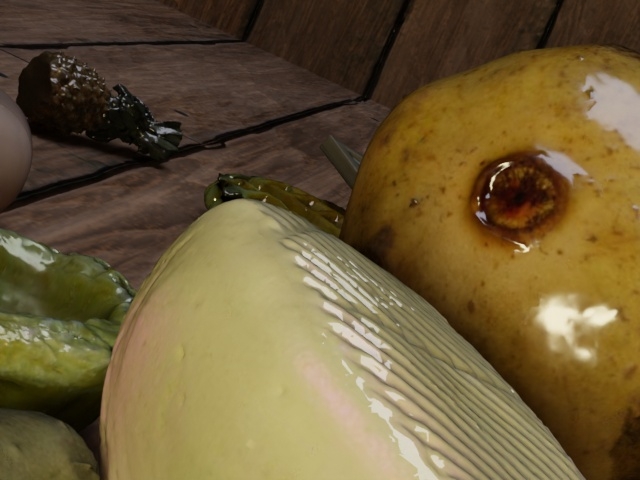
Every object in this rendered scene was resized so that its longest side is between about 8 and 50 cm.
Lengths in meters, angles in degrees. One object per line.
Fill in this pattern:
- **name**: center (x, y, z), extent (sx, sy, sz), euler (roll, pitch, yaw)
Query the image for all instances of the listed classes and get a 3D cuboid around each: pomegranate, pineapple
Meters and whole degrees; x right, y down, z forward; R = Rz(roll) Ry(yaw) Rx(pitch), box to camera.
- **pomegranate**: center (0.140, 0.026, 0.854), extent (0.281, 0.281, 0.281), euler (23, 12, -5)
- **pineapple**: center (-0.193, -0.114, 1.287), extent (0.159, 0.074, 0.074), euler (21, 11, -42)

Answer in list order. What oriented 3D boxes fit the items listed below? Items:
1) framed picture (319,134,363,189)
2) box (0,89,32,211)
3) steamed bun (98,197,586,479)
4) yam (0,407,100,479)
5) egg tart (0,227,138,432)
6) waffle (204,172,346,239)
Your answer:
- **framed picture**: center (0.111, 0.024, 1.188), extent (0.189, 0.023, 0.260), euler (29, 18, -40)
- **box**: center (-0.277, -0.077, 0.893), extent (0.200, 0.088, 0.146), euler (20, 11, -15)
- **steamed bun**: center (0.008, 0.109, 0.522), extent (0.170, 0.152, 0.239), euler (29, 20, -42)
- **yam**: center (-0.186, 0.090, 0.369), extent (0.083, 0.083, 0.371), euler (29, 10, 22)
- **egg tart**: center (-0.165, 0.036, 0.650), extent (0.197, 0.078, 0.197), euler (23, 10, -4)
- **waffle**: center (0.000, 0.000, 1.180), extent (0.207, 0.054, 0.214), euler (26, 11, -2)
